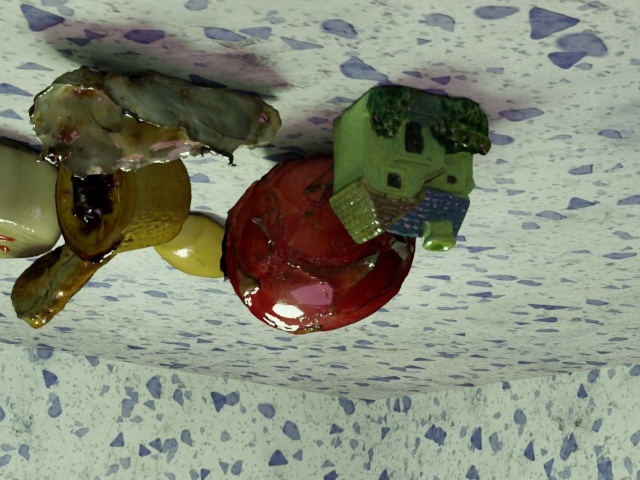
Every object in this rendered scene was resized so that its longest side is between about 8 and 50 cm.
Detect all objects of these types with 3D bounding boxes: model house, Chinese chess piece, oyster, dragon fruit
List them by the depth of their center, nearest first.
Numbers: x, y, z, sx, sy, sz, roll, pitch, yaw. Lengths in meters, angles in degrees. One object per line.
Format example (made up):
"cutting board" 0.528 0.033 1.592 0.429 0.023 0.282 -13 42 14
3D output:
"oyster" -0.217 -0.162 1.626 0.337 0.133 0.198 5 163 -11
"model house" 0.133 -0.087 1.698 0.214 0.189 0.195 12 165 -22
"dragon fruit" 0.000 0.000 1.896 0.302 0.295 0.296 -24 151 32
"Chinese chess piece" -0.596 -0.072 2.042 0.338 0.140 0.338 4 164 1

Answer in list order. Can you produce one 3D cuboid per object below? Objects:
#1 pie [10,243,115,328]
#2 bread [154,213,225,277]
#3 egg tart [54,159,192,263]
"pie" -0.427 0.022 2.150 0.085 0.308 0.308 46 151 -13
"bread" -0.237 0.018 2.359 0.147 0.098 0.217 -8 162 26
"egg tart" -0.304 -0.071 1.878 0.171 0.215 0.215 2 170 -43
